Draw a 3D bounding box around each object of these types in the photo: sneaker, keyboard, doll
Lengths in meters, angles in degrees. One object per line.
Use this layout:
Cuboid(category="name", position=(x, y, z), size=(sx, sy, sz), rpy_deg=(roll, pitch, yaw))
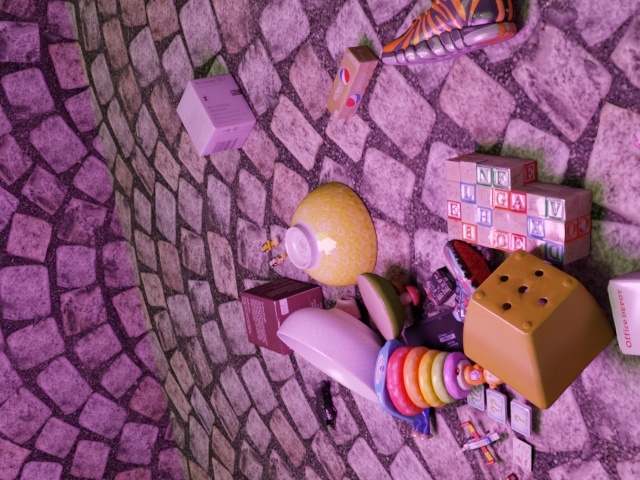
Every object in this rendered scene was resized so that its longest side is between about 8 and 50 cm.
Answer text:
Cuboid(category="sneaker", position=(0.019, 0.505, 2.383), size=(0.089, 0.051, 0.170), rpy_deg=(44, 142, 35))
Cuboid(category="sneaker", position=(0.247, -0.461, 1.581), size=(0.321, 0.124, 0.180), rpy_deg=(-6, 95, 45))
Cuboid(category="sneaker", position=(0.058, 0.188, 2.183), size=(0.134, 0.051, 0.070), rpy_deg=(-12, 95, 52))
Cuboid(category="keyboard", position=(0.324, 0.263, 1.855), size=(0.317, 0.033, 0.201), rpy_deg=(-34, 75, 56))
Cuboid(category="sneaker", position=(0.319, 0.124, 1.677), size=(0.125, 0.104, 0.262), rpy_deg=(-29, 92, 40))
Cuboid(category="doll", position=(0.253, 0.408, 2.005), size=(0.129, 0.046, 0.189), rpy_deg=(-2, 97, 65))

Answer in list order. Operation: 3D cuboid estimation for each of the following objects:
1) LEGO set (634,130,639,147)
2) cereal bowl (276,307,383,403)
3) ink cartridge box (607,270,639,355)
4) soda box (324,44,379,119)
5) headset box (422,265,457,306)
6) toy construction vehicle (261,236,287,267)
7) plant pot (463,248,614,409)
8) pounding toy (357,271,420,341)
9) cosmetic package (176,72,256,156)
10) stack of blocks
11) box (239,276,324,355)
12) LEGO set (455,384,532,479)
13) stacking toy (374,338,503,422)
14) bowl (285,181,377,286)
Cuboid(category="LEGO set", position=(0.587, -0.050, 1.248), size=(0.107, 0.132, 0.287), rpy_deg=(124, 143, -56))
Cuboid(category="cereal bowl", position=(0.059, 0.280, 2.064), size=(0.339, 0.141, 0.339), rpy_deg=(33, 167, 9))
Cuboid(category="ink cartridge box", position=(0.606, 0.124, 1.342), size=(0.190, 0.082, 0.140), rpy_deg=(-5, 100, 57))
Cuboid(category="soda box", position=(0.074, -0.380, 1.896), size=(0.058, 0.061, 0.181), rpy_deg=(55, 143, 25))
Cuboid(category="headset box", position=(0.281, 0.110, 1.845), size=(0.062, 0.032, 0.083), rpy_deg=(58, 144, 22))
Cuboid(category="toy construction vehicle", position=(-0.139, 0.035, 2.417), size=(0.098, 0.035, 0.086), rpy_deg=(-44, 58, 51))
Cuboid(category="plant pot", position=(0.394, 0.146, 1.477), size=(0.212, 0.212, 0.187), rpy_deg=(35, 162, 42))
Cuboid(category="pounding toy", position=(0.185, 0.163, 1.949), size=(0.183, 0.110, 0.237), rpy_deg=(56, 167, 44))
Cuboid(category="cosmetic package", position=(-0.316, -0.380, 2.373), size=(0.184, 0.151, 0.151), rpy_deg=(61, 144, 15))
Cuboid(category="stack of blocks", position=(0.387, -0.071, 1.563), size=(0.297, 0.087, 0.171), rpy_deg=(18, 119, 51))
Cuboid(category="box", position=(-0.109, 0.220, 2.330), size=(0.203, 0.167, 0.168), rpy_deg=(9, 111, 53))
Cuboid(category="LEGO set", position=(0.395, 0.452, 1.797), size=(0.182, 0.060, 0.244), rpy_deg=(23, 129, 45))
Cuboid(category="stacking toy", position=(0.286, 0.311, 1.783), size=(0.302, 0.166, 0.175), rpy_deg=(-12, 56, 39))
Cuboid(category="bowl", position=(0.000, 0.000, 2.088), size=(0.289, 0.156, 0.289), rpy_deg=(28, 126, 47))
